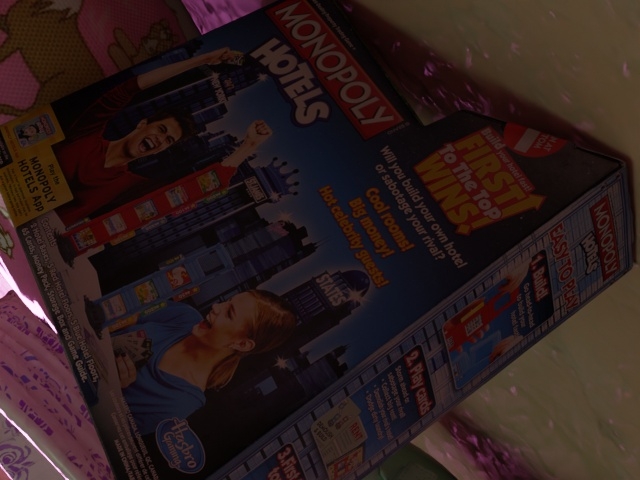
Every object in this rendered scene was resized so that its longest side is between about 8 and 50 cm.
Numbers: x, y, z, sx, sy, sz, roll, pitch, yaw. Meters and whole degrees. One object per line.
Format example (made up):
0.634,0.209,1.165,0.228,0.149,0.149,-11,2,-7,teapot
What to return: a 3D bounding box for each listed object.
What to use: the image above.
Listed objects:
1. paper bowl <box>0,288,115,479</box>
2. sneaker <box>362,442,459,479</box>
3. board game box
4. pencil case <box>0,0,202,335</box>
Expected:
-0.124,0.142,1.057,0.284,0.148,0.284,42,158,21,paper bowl
0.064,0.148,0.710,0.256,0.094,0.151,32,164,0,sneaker
0.000,0.000,0.537,0.060,0.194,0.194,74,169,-49,board game box
-0.121,-0.071,0.669,0.160,0.167,0.386,-29,105,25,pencil case
